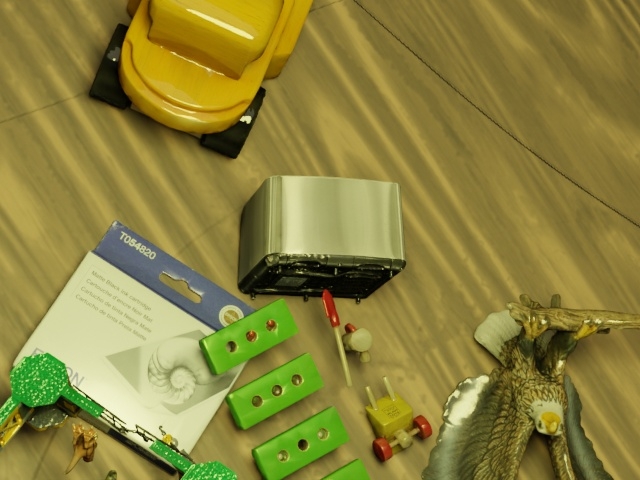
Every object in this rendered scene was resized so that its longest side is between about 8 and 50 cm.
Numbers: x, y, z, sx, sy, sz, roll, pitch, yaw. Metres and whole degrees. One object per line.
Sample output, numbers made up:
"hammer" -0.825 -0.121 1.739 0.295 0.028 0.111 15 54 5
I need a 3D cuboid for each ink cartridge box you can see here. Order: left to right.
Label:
"ink cartridge box" -0.197 0.114 1.852 0.223 0.045 0.224 32 66 -3

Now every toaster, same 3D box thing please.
"toaster" 0.000 0.000 1.873 0.168 0.186 0.110 2 75 -14

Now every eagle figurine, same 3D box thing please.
"eagle figurine" 0.249 0.218 1.891 0.226 0.225 0.298 12 100 30

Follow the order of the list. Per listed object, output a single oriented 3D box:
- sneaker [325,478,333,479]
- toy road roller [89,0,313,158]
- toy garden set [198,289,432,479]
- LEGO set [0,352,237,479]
"sneaker" 0.031 0.325 1.579 0.084 0.069 0.185 -34 76 -16
"toy road roller" -0.116 -0.276 1.906 0.202 0.240 0.330 24 67 -7
"toy garden set" -0.003 0.179 1.859 0.203 0.049 0.244 -27 95 -22
"LEGO set" -0.242 0.293 1.712 0.331 0.192 0.255 23 63 12
